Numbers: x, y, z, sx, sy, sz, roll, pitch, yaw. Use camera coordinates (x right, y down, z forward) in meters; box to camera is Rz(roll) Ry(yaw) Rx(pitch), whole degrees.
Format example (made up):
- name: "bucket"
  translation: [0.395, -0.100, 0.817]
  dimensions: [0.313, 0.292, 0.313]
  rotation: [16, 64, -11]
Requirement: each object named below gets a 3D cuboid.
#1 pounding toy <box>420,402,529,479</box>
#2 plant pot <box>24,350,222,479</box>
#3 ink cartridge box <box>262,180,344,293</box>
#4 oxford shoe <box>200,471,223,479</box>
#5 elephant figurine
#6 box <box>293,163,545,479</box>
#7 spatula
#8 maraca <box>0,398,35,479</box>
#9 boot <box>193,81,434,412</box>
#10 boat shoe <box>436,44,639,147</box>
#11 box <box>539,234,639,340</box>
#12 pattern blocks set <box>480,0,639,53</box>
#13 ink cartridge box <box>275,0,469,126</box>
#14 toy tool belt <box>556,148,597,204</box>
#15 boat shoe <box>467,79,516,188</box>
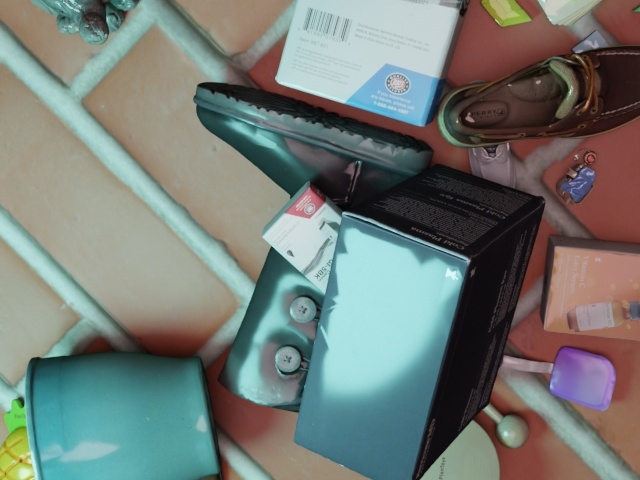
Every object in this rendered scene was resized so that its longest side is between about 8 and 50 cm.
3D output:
- name: "pounding toy"
  translation: [0.193, 0.339, 1.685]
  dimensions: [0.183, 0.110, 0.237]
  rotation: [37, 73, 10]
- name: "plant pot"
  translation: [-0.288, 0.287, 1.651]
  dimensions: [0.255, 0.271, 0.272]
  rotation: [-11, 100, -6]
- name: "ink cartridge box"
  translation: [0.000, 0.000, 1.518]
  dimensions: [0.135, 0.056, 0.099]
  rotation: [42, 98, -10]
- name: "oxford shoe"
  translation: [-0.209, 0.445, 1.743]
  dimensions: [0.082, 0.096, 0.227]
  rotation: [13, 100, 6]
- name: "elephant figurine"
  translation: [-0.351, -0.370, 1.528]
  dimensions: [0.186, 0.239, 0.169]
  rotation: [8, 102, 5]
- name: "box"
  translation: [0.138, 0.105, 1.474]
  dimensions: [0.179, 0.312, 0.343]
  rotation: [21, 113, 21]
- name: "spatula"
  translation: [0.301, 0.186, 1.664]
  dimensions: [0.296, 0.030, 0.084]
  rotation: [13, 101, 5]
- name: "maraca"
  translation: [-0.471, 0.347, 1.754]
  dimensions: [0.127, 0.099, 0.186]
  rotation: [-11, 85, 36]
- name: "boot"
  translation: [-0.067, 0.021, 1.631]
  dimensions: [0.367, 0.146, 0.445]
  rotation: [19, 107, 5]
- name: "boat shoe"
  translation: [0.335, -0.199, 1.499]
  dimensions: [0.342, 0.123, 0.123]
  rotation: [-10, 93, -3]
- name: "box"
  translation: [0.417, 0.069, 1.597]
  dimensions: [0.170, 0.091, 0.130]
  rotation: [5, 101, 6]
- name: "pattern blocks set"
  translation: [0.352, -0.416, 1.545]
  dimensions: [0.325, 0.026, 0.285]
  rotation: [42, 103, -3]
- name: "ink cartridge box"
  translation: [0.093, -0.341, 1.531]
  dimensions: [0.223, 0.129, 0.307]
  rotation: [18, 103, 10]
- name: "toy tool belt"
  translation: [0.381, -0.091, 1.591]
  dimensions: [0.052, 0.051, 0.083]
  rotation: [31, 102, 0]
- name: "boat shoe"
  translation: [0.248, -0.143, 1.590]
  dimensions: [0.066, 0.063, 0.184]
  rotation: [-6, 100, 8]
